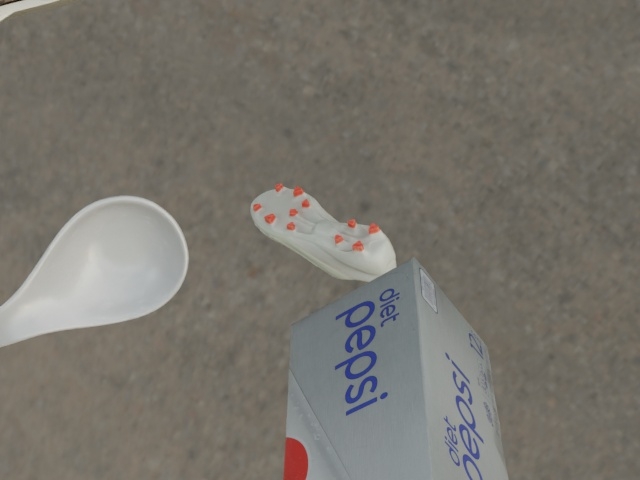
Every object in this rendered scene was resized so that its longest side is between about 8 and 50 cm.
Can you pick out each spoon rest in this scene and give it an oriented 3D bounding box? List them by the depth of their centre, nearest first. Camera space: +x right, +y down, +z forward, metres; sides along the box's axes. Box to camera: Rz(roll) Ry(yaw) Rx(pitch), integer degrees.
[{"bbox_3d":[-0.270,0.049,1.363,0.276,0.137,0.084,-25,23,7],"label":"spoon rest"}]

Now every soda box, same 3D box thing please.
[{"bbox_3d":[0.041,0.139,0.699,0.091,0.098,0.286,50,22,-27],"label":"soda box"}]

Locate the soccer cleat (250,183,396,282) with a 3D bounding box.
[{"bbox_3d":[0.000,0.000,1.363,0.196,0.076,0.068,24,58,41],"label":"soccer cleat"}]

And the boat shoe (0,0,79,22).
[{"bbox_3d":[-0.357,-0.328,1.598,0.324,0.116,0.097,-24,101,-24],"label":"boat shoe"}]
